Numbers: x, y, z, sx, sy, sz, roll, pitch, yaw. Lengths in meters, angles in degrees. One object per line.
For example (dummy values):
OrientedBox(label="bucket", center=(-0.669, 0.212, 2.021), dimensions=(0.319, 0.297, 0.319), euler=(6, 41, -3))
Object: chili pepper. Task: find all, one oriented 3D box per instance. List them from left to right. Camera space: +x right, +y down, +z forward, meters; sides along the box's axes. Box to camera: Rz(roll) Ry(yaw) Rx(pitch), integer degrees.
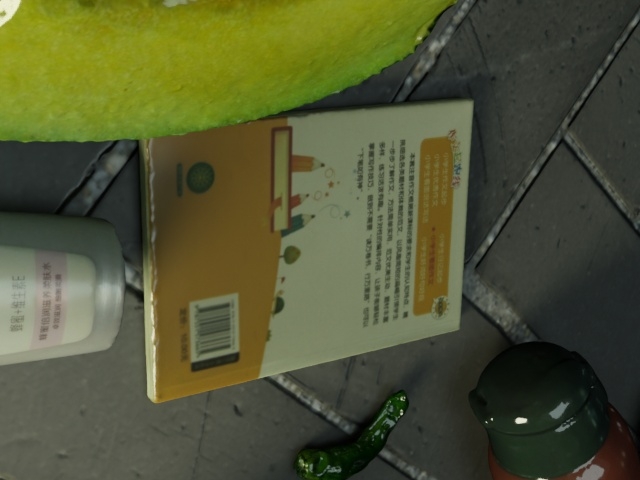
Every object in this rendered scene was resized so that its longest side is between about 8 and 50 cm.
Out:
OrientedBox(label="chili pepper", center=(0.033, 0.177, 0.822), dimensions=(0.118, 0.035, 0.055), euler=(-29, 135, -20))

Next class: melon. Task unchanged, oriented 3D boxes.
OrientedBox(label="melon", center=(-0.071, -0.192, 0.540), dimensions=(0.343, 0.226, 0.331), euler=(15, 83, -49))

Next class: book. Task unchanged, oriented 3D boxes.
OrientedBox(label="book", center=(0.000, 0.000, 0.755), dimensions=(0.295, 0.020, 0.208), euler=(-9, 109, -32))

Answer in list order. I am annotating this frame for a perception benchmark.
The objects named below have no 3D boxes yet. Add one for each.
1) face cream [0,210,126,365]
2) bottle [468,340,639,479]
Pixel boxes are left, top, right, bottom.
OrientedBox(label="face cream", center=(-0.254, 0.032, 0.563), dimensions=(0.269, 0.073, 0.107), euler=(0, 96, -33))
OrientedBox(label="bottle", center=(0.243, 0.242, 0.917), dimensions=(0.144, 0.144, 0.336), euler=(-40, 122, -18))
